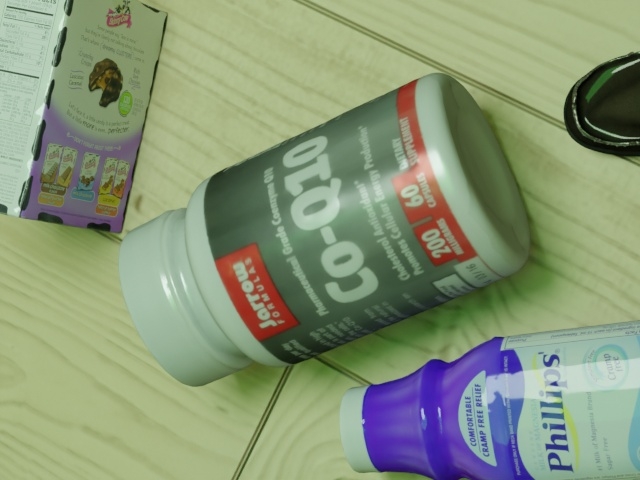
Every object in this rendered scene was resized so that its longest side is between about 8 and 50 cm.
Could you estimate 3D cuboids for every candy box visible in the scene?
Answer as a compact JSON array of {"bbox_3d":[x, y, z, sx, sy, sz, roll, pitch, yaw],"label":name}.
[{"bbox_3d":[-0.208,-0.112,1.369,0.070,0.165,0.196,12,90,22],"label":"candy box"}]

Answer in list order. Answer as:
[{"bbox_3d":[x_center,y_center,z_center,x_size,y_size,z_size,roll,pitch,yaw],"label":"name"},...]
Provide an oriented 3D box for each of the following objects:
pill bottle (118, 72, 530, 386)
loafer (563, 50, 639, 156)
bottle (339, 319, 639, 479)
[{"bbox_3d":[0.000,0.000,1.274,0.283,0.161,0.161,-24,77,19],"label":"pill bottle"},{"bbox_3d":[0.277,-0.114,1.210,0.220,0.078,0.080,-11,81,22],"label":"loafer"},{"bbox_3d":[0.154,0.125,1.234,0.282,0.092,0.118,-8,84,22],"label":"bottle"}]
